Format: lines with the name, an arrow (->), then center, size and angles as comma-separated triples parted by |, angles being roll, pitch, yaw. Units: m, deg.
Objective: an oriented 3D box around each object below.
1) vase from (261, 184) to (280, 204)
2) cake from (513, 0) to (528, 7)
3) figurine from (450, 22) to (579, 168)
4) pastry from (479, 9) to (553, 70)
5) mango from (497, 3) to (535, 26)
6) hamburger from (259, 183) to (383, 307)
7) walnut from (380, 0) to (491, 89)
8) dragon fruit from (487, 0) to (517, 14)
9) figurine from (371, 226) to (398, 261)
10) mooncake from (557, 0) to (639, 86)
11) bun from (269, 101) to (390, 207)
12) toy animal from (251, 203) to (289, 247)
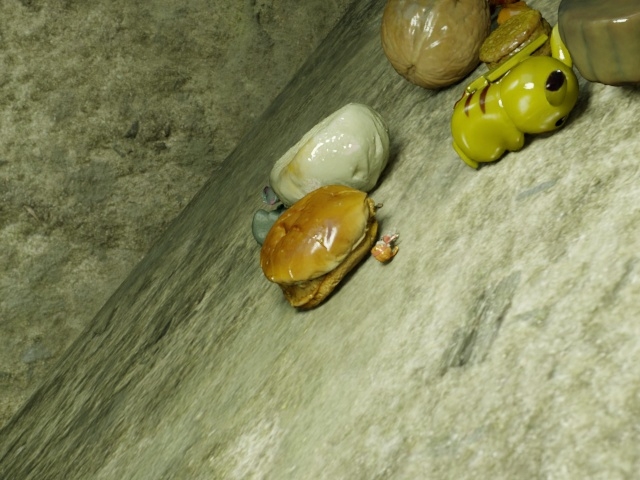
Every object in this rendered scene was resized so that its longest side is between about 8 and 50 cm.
vase -> -0.078, -0.142, 2.140 | 0.086, 0.086, 0.214 | -28, -9, 39
cake -> 0.551, -0.640, 2.092 | 0.084, 0.044, 0.084 | -37, 20, 16
figurine -> 0.404, -0.290, 1.505 | 0.326, 0.169, 0.218 | -23, 34, 48
pastry -> 0.484, -0.476, 1.811 | 0.188, 0.103, 0.189 | -39, 20, 17
mango -> 0.532, -0.604, 2.012 | 0.063, 0.077, 0.127 | -28, 26, -26
hamburger -> 0.000, 0.000, 1.739 | 0.314, 0.170, 0.290 | -46, 26, -6
walnut -> 0.325, -0.595, 2.077 | 0.333, 0.333, 0.333 | -38, 21, 17
dragon fruit -> 0.545, -0.741, 2.233 | 0.246, 0.125, 0.125 | -53, 28, 28
figurine -> 0.146, 0.008, 1.613 | 0.064, 0.047, 0.109 | -39, 10, 37
mooncake -> 0.574, -0.391, 1.308 | 0.290, 0.161, 0.290 | -23, 29, 14
bun -> 0.039, -0.204, 1.970 | 0.365, 0.219, 0.365 | -39, 9, 7
toy animal -> -0.101, -0.042, 2.140 | 0.236, 0.108, 0.138 | 3, 77, 49
